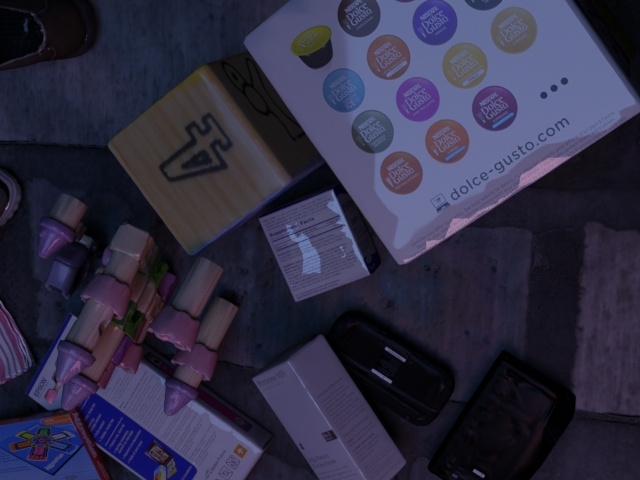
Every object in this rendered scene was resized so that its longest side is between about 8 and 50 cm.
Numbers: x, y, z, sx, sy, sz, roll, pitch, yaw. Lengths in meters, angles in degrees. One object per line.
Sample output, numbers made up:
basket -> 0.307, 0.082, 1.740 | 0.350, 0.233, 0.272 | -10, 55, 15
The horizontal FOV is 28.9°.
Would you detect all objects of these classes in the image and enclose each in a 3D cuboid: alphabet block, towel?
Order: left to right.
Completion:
towel -> -0.572, 0.182, 2.035 | 0.197, 0.029, 0.144 | -28, 94, 22
alphabet block -> -0.139, -0.124, 1.732 | 0.193, 0.192, 0.197 | -36, 91, 20

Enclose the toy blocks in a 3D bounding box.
toy blocks -> -0.310, 0.124, 1.760 | 0.309, 0.288, 0.260 | 25, 76, 9

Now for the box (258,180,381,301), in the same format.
box -> 0.000, 0.000, 1.782 | 0.126, 0.072, 0.137 | -21, 98, 22

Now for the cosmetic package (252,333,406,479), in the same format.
cosmetic package -> 0.012, 0.263, 1.818 | 0.231, 0.085, 0.117 | 55, 144, -2

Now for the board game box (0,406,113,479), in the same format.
board game box -> -0.475, 0.353, 2.013 | 0.281, 0.027, 0.145 | -13, 110, 31

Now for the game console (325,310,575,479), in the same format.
game console -> 0.170, 0.219, 1.803 | 0.361, 0.044, 0.213 | 33, 110, 7

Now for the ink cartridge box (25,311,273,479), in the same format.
ink cartridge box -> -0.270, 0.274, 1.944 | 0.371, 0.069, 0.175 | 34, 112, 4

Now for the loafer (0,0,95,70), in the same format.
loafer -> -0.520, -0.308, 1.836 | 0.366, 0.130, 0.133 | -8, 101, 19

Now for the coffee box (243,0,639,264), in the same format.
coffee box -> 0.172, -0.225, 1.526 | 0.338, 0.338, 0.334 | -34, 91, 22

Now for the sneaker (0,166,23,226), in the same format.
sneaker -> -0.571, 0.005, 1.947 | 0.100, 0.108, 0.271 | 34, 113, 5
